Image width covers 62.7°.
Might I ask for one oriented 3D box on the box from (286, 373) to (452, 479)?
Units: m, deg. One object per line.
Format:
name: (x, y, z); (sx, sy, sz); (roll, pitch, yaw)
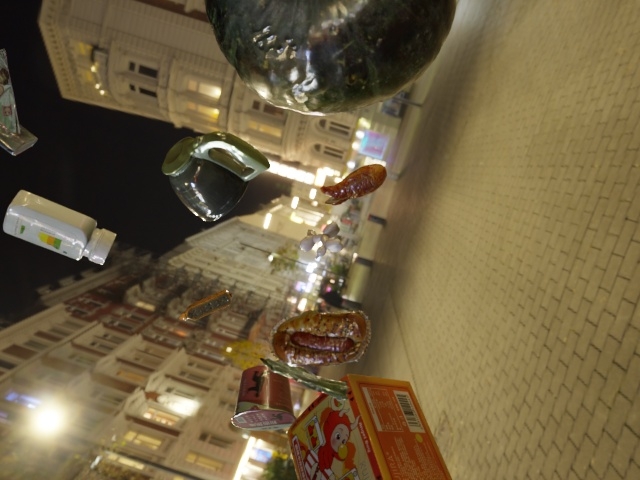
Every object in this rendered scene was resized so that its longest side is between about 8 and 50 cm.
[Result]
box: (0.095, 0.482, 1.130); (0.259, 0.214, 0.283); (-50, 40, 28)

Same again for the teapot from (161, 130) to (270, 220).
teapot: (-0.356, -0.209, 1.668); (0.239, 0.321, 0.239); (39, -108, -41)

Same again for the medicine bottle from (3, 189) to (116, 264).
medicine bottle: (-0.781, -0.029, 1.588); (0.161, 0.296, 0.111); (-45, 29, 41)

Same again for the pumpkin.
pumpkin: (0.017, -0.445, 0.948); (0.344, 0.454, 0.454); (7, -80, -82)

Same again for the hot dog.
hot dog: (-0.002, 0.174, 0.940); (0.053, 0.192, 0.099); (53, -146, -67)

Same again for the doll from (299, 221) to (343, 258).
doll: (0.000, 0.000, 1.949); (0.059, 0.160, 0.161); (55, -163, -42)

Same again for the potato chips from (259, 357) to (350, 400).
potato chips: (-0.018, 0.251, 0.966); (0.092, 0.207, 0.028); (18, -97, -53)

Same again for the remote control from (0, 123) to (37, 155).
remote control: (-1.058, -0.406, 1.600); (0.044, 0.377, 0.107); (-46, 10, 34)

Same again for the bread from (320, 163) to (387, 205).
bread: (0.135, -0.209, 2.036); (0.095, 0.269, 0.139); (63, -177, 34)

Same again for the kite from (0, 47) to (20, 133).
kite: (-0.651, -0.253, 1.004); (0.250, 0.229, 0.012); (-59, -18, 13)

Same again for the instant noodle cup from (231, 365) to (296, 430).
instant noodle cup: (-0.202, 0.574, 1.916); (0.235, 0.234, 0.178); (106, 166, -53)

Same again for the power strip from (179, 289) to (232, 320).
power strip: (-0.362, 0.210, 1.654); (0.028, 0.178, 0.049); (-145, 33, -71)
